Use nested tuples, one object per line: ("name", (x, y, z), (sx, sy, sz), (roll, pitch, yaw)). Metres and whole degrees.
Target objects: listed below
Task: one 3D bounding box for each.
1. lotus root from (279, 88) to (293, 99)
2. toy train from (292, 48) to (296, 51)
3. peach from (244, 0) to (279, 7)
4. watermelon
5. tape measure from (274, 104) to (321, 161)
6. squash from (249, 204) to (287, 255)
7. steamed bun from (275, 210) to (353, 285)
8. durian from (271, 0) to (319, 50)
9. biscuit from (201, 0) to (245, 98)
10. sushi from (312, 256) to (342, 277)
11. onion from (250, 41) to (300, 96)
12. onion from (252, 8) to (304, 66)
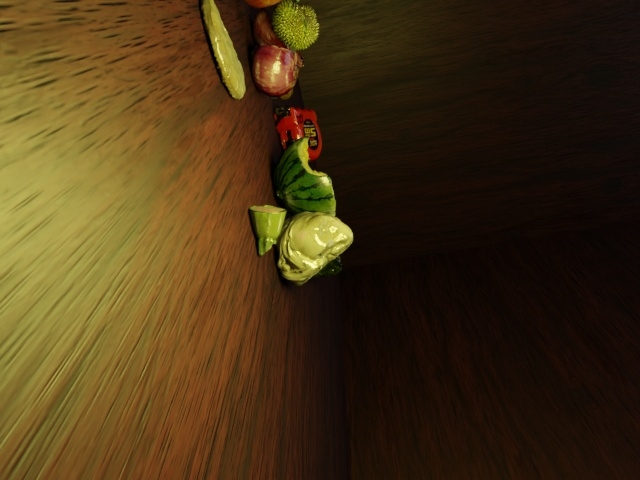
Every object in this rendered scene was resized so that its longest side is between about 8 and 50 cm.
("lotus root", (-0.182, -0.683, 1.937), (0.108, 0.094, 0.191), (48, 16, 3))
("toy train", (-0.187, -0.942, 2.119), (0.159, 0.129, 0.326), (66, 15, -47))
("peach", (-0.200, -0.891, 1.439), (0.231, 0.231, 0.231), (-10, 90, -84))
("watermelon", (-0.078, -0.201, 1.612), (0.331, 0.189, 0.330), (169, -90, -78))
("tape measure", (-0.095, -0.476, 1.984), (0.253, 0.114, 0.260), (-27, 108, -60))
("squash", (-0.144, -0.025, 1.210), (0.105, 0.105, 0.132), (-75, 167, -77))
("steamed bun", (-0.044, 0.007, 1.487), (0.207, 0.268, 0.280), (51, -4, 6))
("durian", (-0.099, -0.769, 1.559), (0.198, 0.146, 0.159), (47, 44, 5))
("biscuit", (-0.245, -0.469, 1.142), (0.290, 0.038, 0.141), (71, 11, -60))
("sushi", (0.000, 0.000, 2.125), (0.294, 0.178, 0.351), (-87, 167, -73))
("onion", (-0.162, -0.607, 1.579), (0.207, 0.201, 0.200), (-129, -155, -64))
("onion", (-0.172, -0.753, 1.715), (0.283, 0.120, 0.227), (55, 8, 21))
